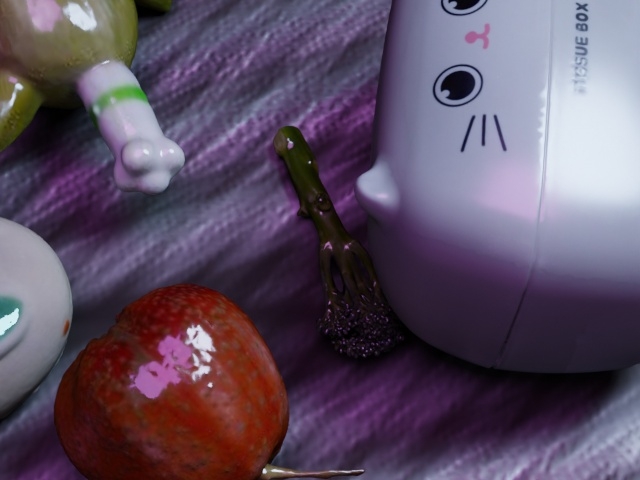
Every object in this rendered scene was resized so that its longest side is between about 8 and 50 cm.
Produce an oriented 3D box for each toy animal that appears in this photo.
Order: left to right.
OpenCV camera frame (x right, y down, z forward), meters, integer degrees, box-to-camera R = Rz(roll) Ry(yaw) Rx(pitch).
[{"bbox_3d":[-0.219,-0.194,1.150,0.181,0.180,0.363,-13,85,2],"label":"toy animal"}]

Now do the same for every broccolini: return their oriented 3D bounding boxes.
[{"bbox_3d":[0.001,0.001,1.104,0.067,0.058,0.216,7,43,-42],"label":"broccolini"}]

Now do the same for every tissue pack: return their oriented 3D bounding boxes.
[{"bbox_3d":[0.147,-0.079,1.028,0.236,0.229,0.333,7,60,1],"label":"tissue pack"}]

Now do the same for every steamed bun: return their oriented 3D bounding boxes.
[{"bbox_3d":[-0.298,0.060,1.026,0.228,0.131,0.177,-20,61,-7],"label":"steamed bun"}]

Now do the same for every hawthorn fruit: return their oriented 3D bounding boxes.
[{"bbox_3d":[-0.082,0.134,0.986,0.203,0.162,0.162,45,71,3],"label":"hawthorn fruit"}]
